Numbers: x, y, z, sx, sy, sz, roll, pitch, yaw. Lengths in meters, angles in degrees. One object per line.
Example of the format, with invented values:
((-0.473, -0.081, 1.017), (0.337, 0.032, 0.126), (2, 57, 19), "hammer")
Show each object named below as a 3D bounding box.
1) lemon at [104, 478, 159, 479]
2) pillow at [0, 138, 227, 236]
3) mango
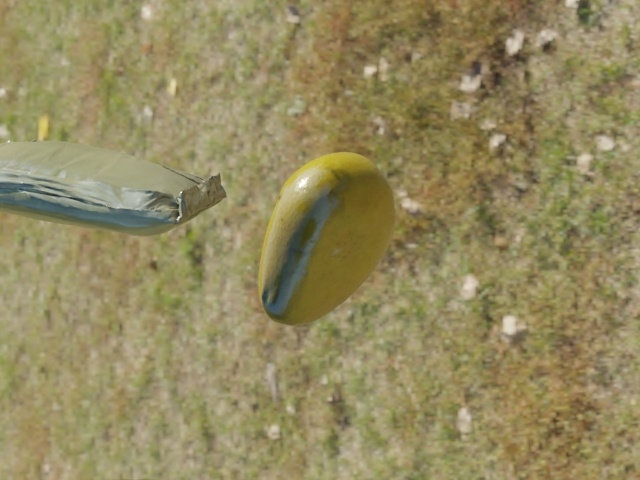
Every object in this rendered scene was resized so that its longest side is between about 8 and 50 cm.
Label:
((-0.158, 0.317, 0.629), (0.364, 0.364, 0.364), (-2, 88, 56), "lemon")
((-0.185, -0.043, 0.853), (0.208, 0.119, 0.053), (9, 111, 13), "pillow")
((0.000, 0.000, 1.153), (0.195, 0.137, 0.098), (-55, 39, 10), "mango")
